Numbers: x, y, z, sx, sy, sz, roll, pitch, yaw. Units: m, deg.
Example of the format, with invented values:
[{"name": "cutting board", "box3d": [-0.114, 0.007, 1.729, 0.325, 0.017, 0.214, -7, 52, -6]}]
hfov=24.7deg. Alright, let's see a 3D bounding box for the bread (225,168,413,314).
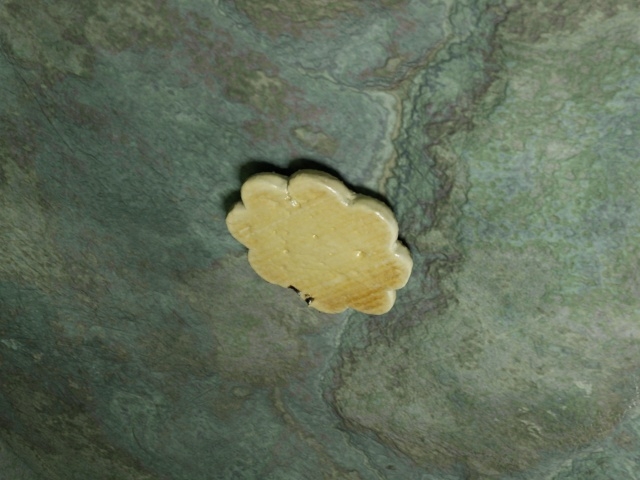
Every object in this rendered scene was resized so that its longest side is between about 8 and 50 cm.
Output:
[{"name": "bread", "box3d": [0.000, 0.000, 2.240, 0.316, 0.054, 0.316, 17, 141, 14]}]
